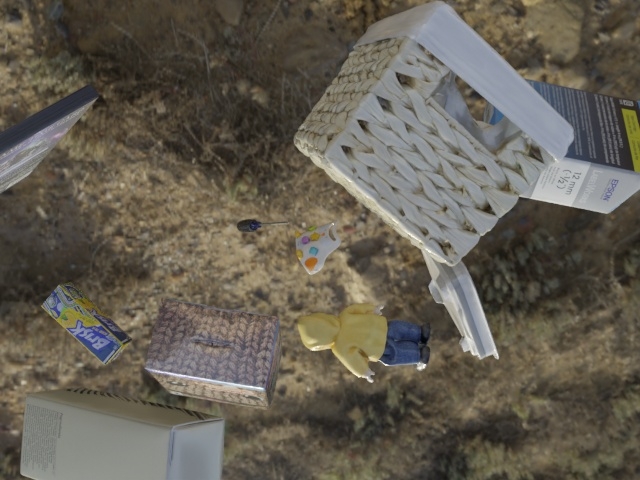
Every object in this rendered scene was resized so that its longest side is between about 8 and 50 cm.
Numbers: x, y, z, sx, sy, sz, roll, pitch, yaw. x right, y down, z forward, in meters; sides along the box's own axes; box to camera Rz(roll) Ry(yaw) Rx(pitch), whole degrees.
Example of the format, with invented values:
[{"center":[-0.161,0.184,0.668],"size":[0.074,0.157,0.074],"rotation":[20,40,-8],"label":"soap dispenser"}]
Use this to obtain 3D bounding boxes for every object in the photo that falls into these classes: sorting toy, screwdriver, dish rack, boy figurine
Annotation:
[{"center":[0.000,0.000,1.242],"size":[0.075,0.083,0.045],"rotation":[-27,135,21],"label":"sorting toy"},{"center":[-0.093,-0.025,1.269],"size":[0.025,0.024,0.170],"rotation":[37,160,-32],"label":"screwdriver"},{"center":[0.299,0.106,1.753],"size":[0.072,0.333,0.286],"rotation":[-23,121,1],"label":"dish rack"},{"center":[0.090,0.215,1.603],"size":[0.285,0.177,0.092],"rotation":[7,150,-6],"label":"boy figurine"}]

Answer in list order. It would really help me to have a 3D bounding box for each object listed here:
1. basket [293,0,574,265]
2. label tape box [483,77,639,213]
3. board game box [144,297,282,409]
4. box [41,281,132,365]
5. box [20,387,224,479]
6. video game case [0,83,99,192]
[{"center":[0.056,-0.066,0.471],"size":[0.113,0.167,0.103],"rotation":[39,92,-14],"label":"basket"},{"center":[0.482,-0.174,1.407],"size":[0.347,0.249,0.115],"rotation":[13,134,1],"label":"label tape box"},{"center":[-0.206,0.240,1.546],"size":[0.232,0.141,0.291],"rotation":[9,160,2],"label":"board game box"},{"center":[-0.446,0.158,1.445],"size":[0.169,0.054,0.059],"rotation":[42,97,1],"label":"box"},{"center":[-0.253,0.258,0.944],"size":[0.275,0.113,0.094],"rotation":[3,178,34],"label":"box"},{"center":[-0.429,-0.104,1.026],"size":[0.274,0.196,0.026],"rotation":[-29,103,46],"label":"video game case"}]
